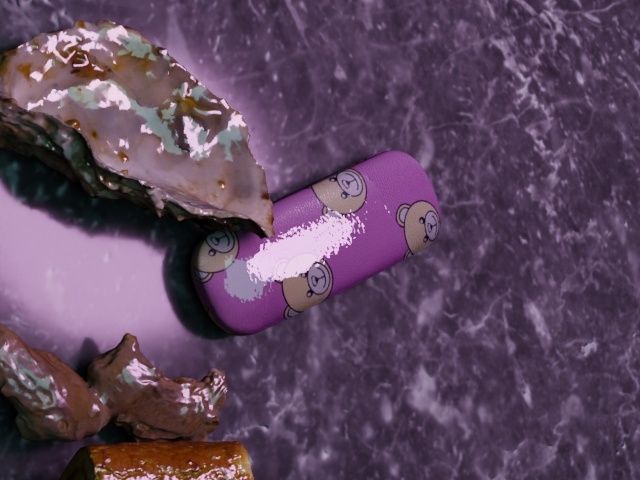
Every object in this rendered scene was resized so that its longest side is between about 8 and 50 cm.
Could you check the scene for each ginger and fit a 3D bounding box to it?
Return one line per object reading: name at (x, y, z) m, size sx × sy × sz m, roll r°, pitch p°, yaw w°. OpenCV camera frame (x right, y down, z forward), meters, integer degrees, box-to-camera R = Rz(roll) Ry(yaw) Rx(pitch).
ginger at (-0.225, 0.151, 1.684) m, size 0.290 × 0.084 × 0.122 m, roll 16°, pitch 99°, yaw -31°

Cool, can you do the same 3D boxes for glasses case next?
glasses case at (0.000, 0.000, 1.843) m, size 0.316 × 0.076 × 0.123 m, roll -26°, pitch 93°, yaw -29°

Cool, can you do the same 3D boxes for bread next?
bread at (-0.164, 0.254, 1.670) m, size 0.172 × 0.132 × 0.103 m, roll 4°, pitch 59°, yaw -24°

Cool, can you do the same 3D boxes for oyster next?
oyster at (-0.217, -0.121, 1.716) m, size 0.396 × 0.111 × 0.204 m, roll 21°, pitch 50°, yaw -20°
